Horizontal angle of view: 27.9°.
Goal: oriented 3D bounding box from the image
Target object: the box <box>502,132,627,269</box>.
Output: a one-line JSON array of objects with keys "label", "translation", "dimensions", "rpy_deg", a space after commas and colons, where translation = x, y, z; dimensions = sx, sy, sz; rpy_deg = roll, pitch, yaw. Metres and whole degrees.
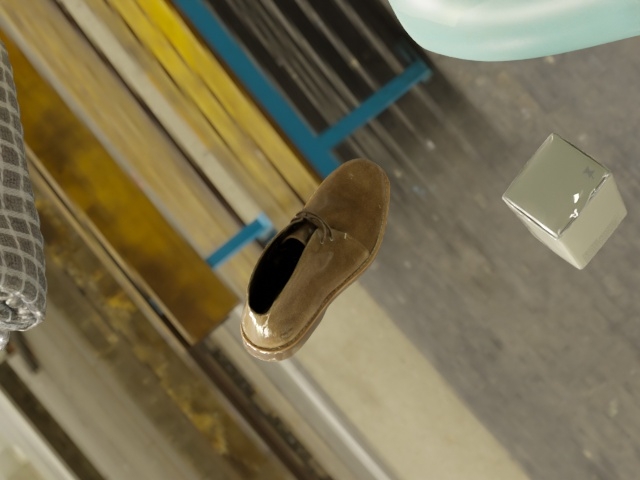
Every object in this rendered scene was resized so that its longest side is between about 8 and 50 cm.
[{"label": "box", "translation": [0.326, -0.046, 1.697], "dimensions": [0.094, 0.113, 0.275], "rpy_deg": [39, -178, 20]}]

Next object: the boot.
[{"label": "boot", "translation": [0.000, 0.000, 1.575], "dimensions": [0.112, 0.305, 0.115], "rpy_deg": [22, 149, 18]}]

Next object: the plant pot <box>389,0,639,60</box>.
[{"label": "plant pot", "translation": [0.181, -0.307, 1.241], "dimensions": [0.235, 0.293, 0.293], "rpy_deg": [-16, 120, 24]}]

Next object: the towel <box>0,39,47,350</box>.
[{"label": "towel", "translation": [-0.316, -0.056, 0.829], "dimensions": [0.121, 0.283, 0.235], "rpy_deg": [-32, 60, 33]}]
